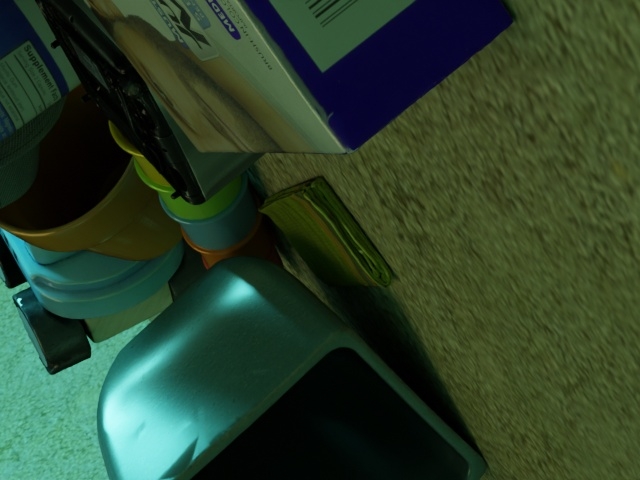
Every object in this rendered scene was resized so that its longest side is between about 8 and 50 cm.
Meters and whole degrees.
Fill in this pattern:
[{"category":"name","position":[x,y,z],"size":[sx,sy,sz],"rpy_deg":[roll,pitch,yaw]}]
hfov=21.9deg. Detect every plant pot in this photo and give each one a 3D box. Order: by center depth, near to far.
[{"category":"plant pot","position":[-0.055,0.160,1.491],"size":[0.248,0.247,0.252],"rpy_deg":[46,-178,-39]},{"category":"plant pot","position":[-0.223,-0.068,1.709],"size":[0.205,0.205,0.188],"rpy_deg":[46,-177,33]}]

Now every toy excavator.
[{"category":"toy excavator","position":[-0.320,-0.138,1.895],"size":[0.433,0.222,0.445],"rpy_deg":[54,162,34]}]

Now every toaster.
[{"category":"toaster","position":[-0.112,-0.131,1.184],"size":[0.185,0.110,0.168],"rpy_deg":[45,168,36]}]

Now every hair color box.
[{"category":"hair color box","position":[-0.047,-0.145,0.867],"size":[0.185,0.110,0.339],"rpy_deg":[53,171,-11]}]

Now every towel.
[{"category":"towel","position":[0.000,0.000,1.386],"size":[0.102,0.021,0.237],"rpy_deg":[54,170,-5]}]

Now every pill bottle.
[{"category":"pill bottle","position":[-0.292,-0.163,1.407],"size":[0.152,0.272,0.152],"rpy_deg":[50,170,12]}]

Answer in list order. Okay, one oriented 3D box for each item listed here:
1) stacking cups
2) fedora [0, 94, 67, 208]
[{"category":"stacking cups","position":[-0.107,-0.038,1.527],"size":[0.096,0.096,0.316],"rpy_deg":[47,169,28]},{"category":"fedora","position":[-0.359,-0.116,1.586],"size":[0.275,0.244,0.124],"rpy_deg":[41,151,36]}]
